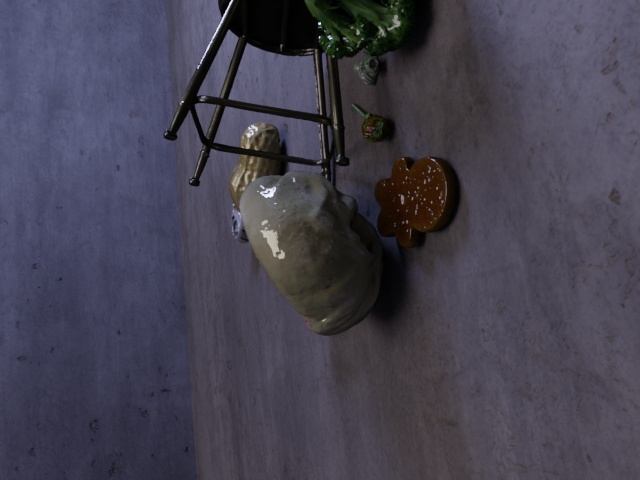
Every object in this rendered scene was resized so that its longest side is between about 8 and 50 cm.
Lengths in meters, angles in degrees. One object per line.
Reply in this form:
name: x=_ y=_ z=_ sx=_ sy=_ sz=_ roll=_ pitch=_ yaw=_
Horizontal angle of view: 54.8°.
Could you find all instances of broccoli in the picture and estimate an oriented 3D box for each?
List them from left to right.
broccoli: x=0.072 y=-0.494 z=1.163 sx=0.265 sy=0.245 sz=0.294 roll=2 pitch=105 yaw=44

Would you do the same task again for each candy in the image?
candy: x=0.098 y=-0.264 z=1.335 sx=0.201 sy=0.061 sz=0.060 roll=-115 pitch=33 yaw=-58

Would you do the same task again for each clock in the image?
clock: x=-0.241 y=-0.071 z=2.029 sx=0.117 sy=0.080 sz=0.176 roll=-148 pitch=63 yaw=-61

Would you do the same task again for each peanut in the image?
peanut: x=-0.195 y=-0.201 z=1.854 sx=0.152 sy=0.152 sz=0.312 roll=-128 pitch=46 yaw=-53

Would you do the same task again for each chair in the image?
chair: x=-0.106 y=-0.338 z=1.391 sx=0.364 sy=0.362 sz=0.409 roll=109 pitch=169 yaw=-79

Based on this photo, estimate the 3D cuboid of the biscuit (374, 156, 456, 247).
biscuit: x=0.177 y=-0.076 z=1.170 sx=0.236 sy=0.039 sz=0.179 roll=166 pitch=105 yaw=-64

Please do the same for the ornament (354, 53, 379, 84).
ornament: x=0.103 y=-0.372 z=1.327 sx=0.092 sy=0.041 sz=0.068 roll=133 pitch=138 yaw=-69

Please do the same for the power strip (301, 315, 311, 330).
power strip: x=0.007 y=0.142 z=1.497 sx=0.154 sy=0.078 sz=0.154 roll=179 pitch=90 yaw=-66

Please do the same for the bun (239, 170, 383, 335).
bun: x=0.000 y=0.000 z=1.277 sx=0.219 sy=0.365 sz=0.365 roll=-33 pitch=49 yaw=10
